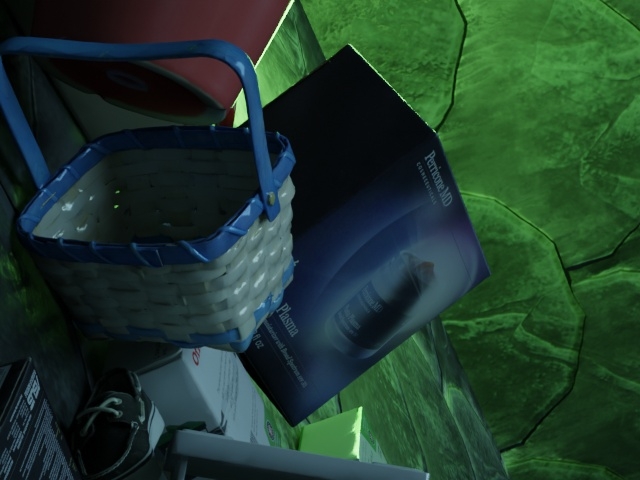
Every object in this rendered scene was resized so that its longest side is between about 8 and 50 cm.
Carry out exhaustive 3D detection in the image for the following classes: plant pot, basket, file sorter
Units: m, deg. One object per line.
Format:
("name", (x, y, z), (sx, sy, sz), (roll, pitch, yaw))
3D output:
("plant pot", (-0.144, -0.255, 1.686), (0.275, 0.275, 0.243), (43, 63, -66))
("basket", (-0.154, -0.051, 1.597), (0.201, 0.254, 0.289), (-60, 146, -42))
("file sorter", (-0.042, 0.259, 1.443), (0.278, 0.192, 0.173), (123, -23, -79))

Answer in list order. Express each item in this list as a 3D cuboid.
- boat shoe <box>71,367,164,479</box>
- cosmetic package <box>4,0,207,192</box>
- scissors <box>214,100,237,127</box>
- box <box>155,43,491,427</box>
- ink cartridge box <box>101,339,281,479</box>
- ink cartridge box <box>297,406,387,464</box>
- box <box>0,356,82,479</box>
("boat shoe", (-0.181, 0.168, 1.525), (0.219, 0.077, 0.070), (-100, 167, -76))
("cosmetic package", (-0.231, -0.221, 1.909), (0.160, 0.113, 0.309), (-95, 160, -55))
("scissors", (-0.123, -0.063, 2.007), (0.109, 0.021, 0.297), (-93, -166, -49))
("box", (0.000, 0.000, 1.949), (0.183, 0.294, 0.296), (48, -8, 34))
("ink cartridge box", (-0.122, 0.167, 1.745), (0.160, 0.092, 0.219), (-91, 156, -62))
("ink cartridge box", (0.050, 0.341, 2.252), (0.154, 0.093, 0.212), (-81, 150, -71))
("box", (-0.205, 0.250, 1.169), (0.307, 0.076, 0.242), (-86, 158, -68))
